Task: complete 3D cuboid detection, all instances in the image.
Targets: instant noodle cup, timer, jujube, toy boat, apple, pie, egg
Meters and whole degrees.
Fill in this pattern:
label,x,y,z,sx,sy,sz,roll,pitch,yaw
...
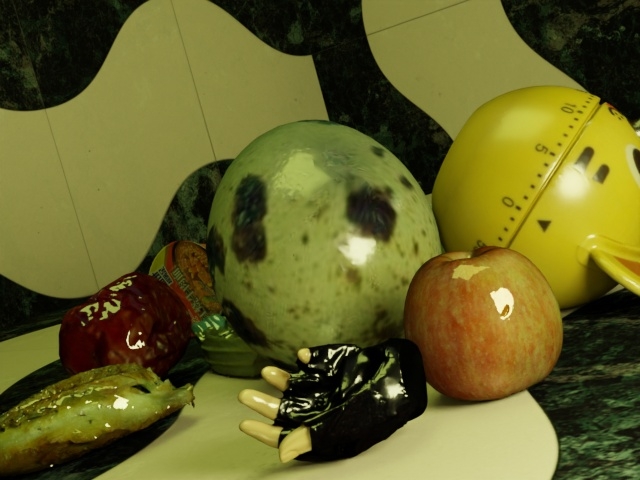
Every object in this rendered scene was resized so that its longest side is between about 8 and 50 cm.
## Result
label,x,y,z,sx,sy,sz,roll,pitch,yaw
instant noodle cup,-0.242,0.096,2.278,0.213,0.213,0.174,-12,-1,31
timer,0.373,-0.045,1.556,0.387,0.376,0.376,31,20,12
jujube,-0.336,0.168,1.794,0.213,0.212,0.232,-13,11,23
toy boat,-0.126,0.178,1.761,0.111,0.084,0.276,-16,9,-31
apple,0.193,0.097,1.253,0.188,0.173,0.188,-13,8,2
pie,-0.361,0.258,1.508,0.355,0.102,0.288,-19,1,-14
egg,0.000,0.000,1.556,0.345,0.428,0.345,-7,-39,-6

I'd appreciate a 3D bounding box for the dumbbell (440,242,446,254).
label,x,y,z,sx,sy,sz,roll,pitch,yaw
dumbbell,0.195,0.043,2.031,0.302,0.108,0.121,-19,7,-31

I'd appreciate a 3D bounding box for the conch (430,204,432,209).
label,x,y,z,sx,sy,sz,roll,pitch,yaw
conch,0.236,-0.012,2.240,0.172,0.131,0.200,-42,-5,13

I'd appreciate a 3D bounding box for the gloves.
label,x,y,z,sx,sy,sz,roll,pitch,yaw
gloves,0.008,0.182,1.168,0.203,0.124,0.164,-20,25,19
